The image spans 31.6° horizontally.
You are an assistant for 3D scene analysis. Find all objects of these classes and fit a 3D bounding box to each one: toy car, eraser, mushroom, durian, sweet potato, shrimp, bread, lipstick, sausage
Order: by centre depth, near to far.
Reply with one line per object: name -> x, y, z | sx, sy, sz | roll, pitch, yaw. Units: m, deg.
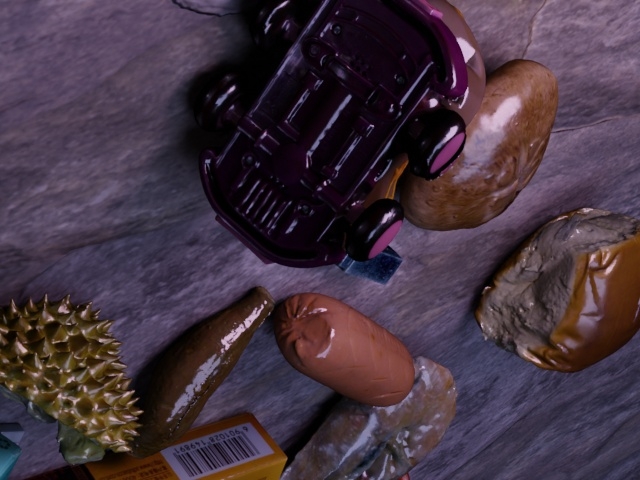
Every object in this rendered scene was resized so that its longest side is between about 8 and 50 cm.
toy car -> 0.037, -0.135, 1.281 | 0.341, 0.271, 0.240 | -52, 165, 16
durian -> -0.301, 0.176, 1.322 | 0.166, 0.172, 0.306 | -21, 154, 8
eraser -> -0.404, 0.266, 1.413 | 0.038, 0.019, 0.083 | 9, 119, -48
sweet potato -> -0.169, 0.171, 1.513 | 0.286, 0.085, 0.112 | -54, 180, -5
lipstick -> 0.000, 0.000, 1.524 | 0.312, 0.051, 0.051 | 19, 113, -50
mushroom -> 0.223, -0.120, 1.541 | 0.278, 0.146, 0.278 | -33, 150, -22
sausage -> 0.038, 0.163, 1.664 | 0.121, 0.121, 0.304 | -48, 145, 5
bread -> 0.424, 0.075, 1.872 | 0.250, 0.225, 0.279 | -9, 127, -41
shrimp -> 0.051, 0.368, 1.876 | 0.445, 0.110, 0.221 | -42, 127, -2

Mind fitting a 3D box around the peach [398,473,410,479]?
peach -> 0.095, 0.425, 1.990 | 0.151, 0.118, 0.151 | -25, 128, -37

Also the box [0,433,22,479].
box -> -0.480, 0.366, 1.276 | 0.311, 0.118, 0.205 | -59, -179, 20

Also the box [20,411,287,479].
box -> -0.270, 0.419, 1.621 | 0.415, 0.116, 0.264 | -10, 134, -40
